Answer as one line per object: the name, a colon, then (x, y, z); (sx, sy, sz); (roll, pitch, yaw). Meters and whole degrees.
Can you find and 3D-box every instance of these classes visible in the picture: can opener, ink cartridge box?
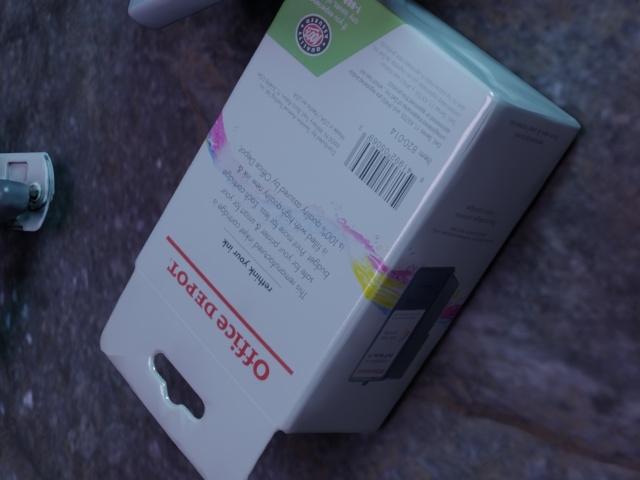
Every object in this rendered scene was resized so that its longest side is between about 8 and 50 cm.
can opener: (-0.369, -0.050, 1.283); (0.284, 0.095, 0.075); (2, 86, 38)
ink cartridge box: (0.000, 0.000, 0.967); (0.207, 0.119, 0.353); (45, 112, 34)

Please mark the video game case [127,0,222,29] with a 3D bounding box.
video game case: (-0.009, -0.330, 0.978); (0.329, 0.036, 0.299); (-11, 61, 48)
